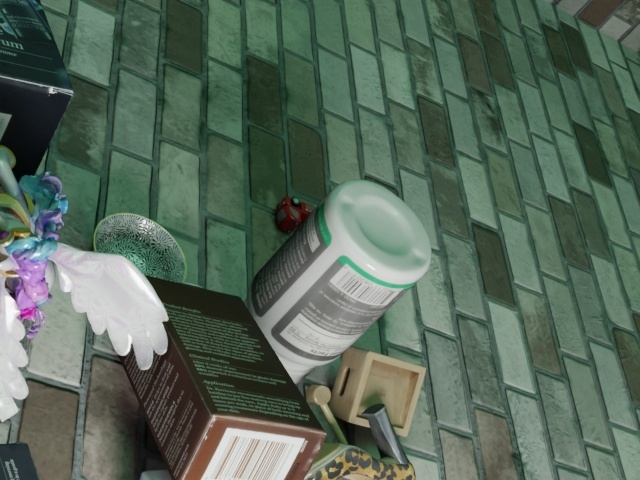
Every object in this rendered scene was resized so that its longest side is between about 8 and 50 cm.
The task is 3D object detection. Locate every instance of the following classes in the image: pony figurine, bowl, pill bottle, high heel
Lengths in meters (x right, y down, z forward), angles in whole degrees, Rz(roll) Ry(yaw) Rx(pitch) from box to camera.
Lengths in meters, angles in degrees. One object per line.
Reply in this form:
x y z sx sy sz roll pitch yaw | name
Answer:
-0.418 0.041 1.606 0.303 0.351 0.363 -26 33 -13 | pony figurine
-0.315 0.044 1.889 0.170 0.080 0.170 25 40 -23 | bowl
0.004 0.081 1.910 0.204 0.361 0.204 25 41 -23 | pill bottle
0.050 0.412 1.880 0.261 0.093 0.186 -31 106 -32 | high heel

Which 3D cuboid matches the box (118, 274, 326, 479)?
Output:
-0.164 0.214 1.703 0.191 0.143 0.381 15 23 -31 | box

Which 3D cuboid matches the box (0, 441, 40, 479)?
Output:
-0.456 0.412 1.268 0.312 0.179 0.343 8 37 -39 | box

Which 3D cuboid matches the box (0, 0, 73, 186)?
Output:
-0.602 -0.301 1.809 0.294 0.212 0.395 9 38 -36 | box

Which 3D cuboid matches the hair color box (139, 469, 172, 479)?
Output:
-0.091 0.458 1.540 0.185 0.113 0.374 1 28 -42 | hair color box

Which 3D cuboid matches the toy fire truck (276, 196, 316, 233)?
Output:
0.000 0.000 2.249 0.192 0.047 0.135 22 43 -25 | toy fire truck

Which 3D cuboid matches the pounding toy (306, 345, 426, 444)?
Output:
0.055 0.277 1.981 0.206 0.094 0.181 19 84 -29 | pounding toy
